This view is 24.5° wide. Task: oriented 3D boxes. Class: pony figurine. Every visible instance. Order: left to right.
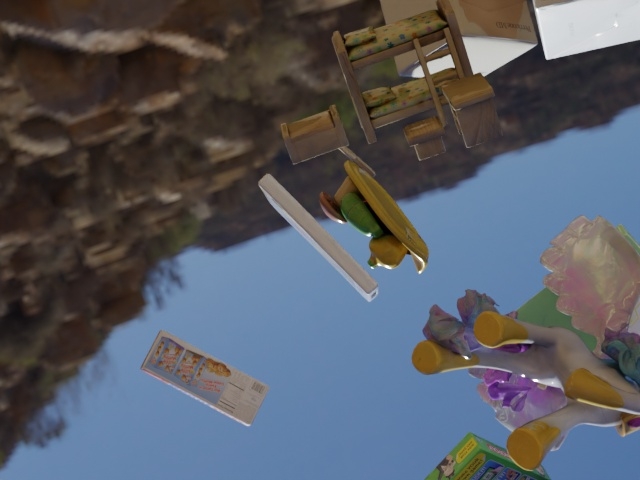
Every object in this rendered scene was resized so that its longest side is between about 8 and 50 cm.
[{"bbox_3d":[0.291,0.149,1.752,0.363,0.303,0.351,8,-156,-41],"label":"pony figurine"}]

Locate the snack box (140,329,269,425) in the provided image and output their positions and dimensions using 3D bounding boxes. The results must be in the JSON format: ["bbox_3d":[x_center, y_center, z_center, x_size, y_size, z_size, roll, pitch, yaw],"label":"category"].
[{"bbox_3d":[-0.165,0.197,2.110,0.064,0.178,0.022,-63,-171,-16],"label":"snack box"}]

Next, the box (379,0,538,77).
[{"bbox_3d":[0.148,-0.364,1.836,0.148,0.311,0.121,-3,162,-40],"label":"box"}]

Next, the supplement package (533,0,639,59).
[{"bbox_3d":[0.376,-0.357,1.937,0.204,0.145,0.262,-12,171,10],"label":"supplement package"}]

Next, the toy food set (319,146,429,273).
[{"bbox_3d":[0.057,-0.030,1.879,0.071,0.128,0.218,-42,-129,11],"label":"toy food set"}]

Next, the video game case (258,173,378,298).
[{"bbox_3d":[0.000,0.000,2.180,0.026,0.227,0.206,-44,175,-2],"label":"video game case"}]

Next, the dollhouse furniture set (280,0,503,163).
[{"bbox_3d":[0.048,-0.129,1.294,0.181,0.101,0.161,-20,-158,2],"label":"dollhouse furniture set"}]

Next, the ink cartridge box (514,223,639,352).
[{"bbox_3d":[0.416,0.112,2.201,0.235,0.171,0.056,-42,-165,13],"label":"ink cartridge box"}]

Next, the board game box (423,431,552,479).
[{"bbox_3d":[0.226,0.484,2.552,0.317,0.213,0.046,-49,-137,15],"label":"board game box"}]
